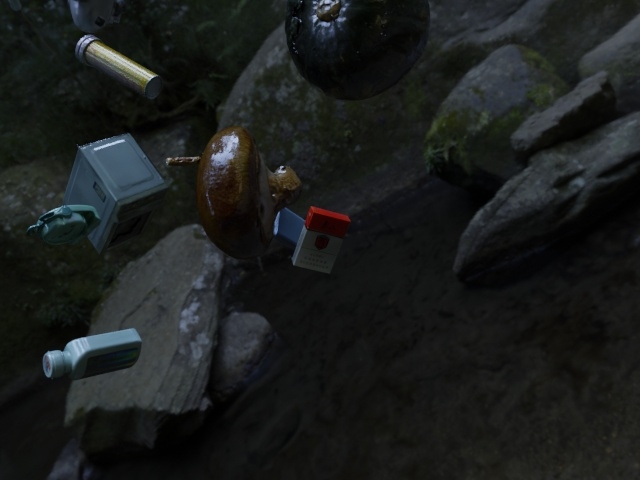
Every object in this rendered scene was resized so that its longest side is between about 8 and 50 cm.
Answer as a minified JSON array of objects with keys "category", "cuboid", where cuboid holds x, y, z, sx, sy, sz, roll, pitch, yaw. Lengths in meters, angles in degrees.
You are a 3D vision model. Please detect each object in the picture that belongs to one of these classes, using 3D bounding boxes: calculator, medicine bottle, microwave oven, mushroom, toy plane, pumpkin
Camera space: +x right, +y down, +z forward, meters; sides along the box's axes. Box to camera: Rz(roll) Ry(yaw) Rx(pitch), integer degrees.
[{"category":"calculator","cuboid":[-0.104,-0.039,1.883,0.039,0.210,0.120,-11,62,34]},{"category":"medicine bottle","cuboid":[-0.483,-0.417,1.375,0.073,0.218,0.074,-54,-14,-20]},{"category":"microwave oven","cuboid":[-0.718,-0.166,2.009,0.219,0.286,0.355,-30,-10,-41]},{"category":"mushroom","cuboid":[-0.174,-0.126,1.439,0.260,0.345,0.345,-9,20,-2]},{"category":"toy plane","cuboid":[-0.578,-0.656,1.453,0.118,0.252,0.252,11,37,13]},{"category":"pumpkin","cuboid":[0.101,-0.641,1.695,0.455,0.453,0.344,-25,-4,34]},{"category":"medicine bottle","cuboid":[-0.590,0.301,1.479,0.229,0.083,0.121,-6,-43,-45]}]

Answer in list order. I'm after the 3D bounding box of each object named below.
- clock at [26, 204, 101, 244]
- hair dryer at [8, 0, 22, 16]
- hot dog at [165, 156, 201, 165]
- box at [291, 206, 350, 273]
[{"category":"clock","cuboid":[-0.758,-0.042,1.678,0.148,0.060,0.189,-36,-14,24]},{"category":"hair dryer","cuboid":[-0.831,-0.683,1.561,0.155,0.044,0.183,-33,-10,-7]},{"category":"hot dog","cuboid":[-0.501,-0.293,2.110,0.137,0.044,0.028,-5,-37,-33]},{"category":"box","cuboid":[0.000,0.000,1.418,0.048,0.100,0.151,-113,41,-60]}]
